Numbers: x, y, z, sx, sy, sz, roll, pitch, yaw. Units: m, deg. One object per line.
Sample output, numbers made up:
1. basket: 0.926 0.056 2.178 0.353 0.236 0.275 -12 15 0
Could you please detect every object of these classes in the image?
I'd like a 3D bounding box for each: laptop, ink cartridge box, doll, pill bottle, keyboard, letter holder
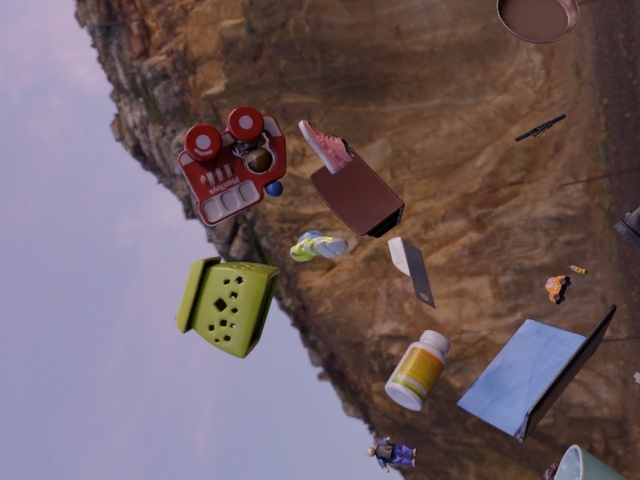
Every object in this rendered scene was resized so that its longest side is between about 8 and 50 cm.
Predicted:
1. laptop: 0.590 0.339 1.785 0.382 0.236 0.407 -45 -30 -15
2. ink cartridge box: 0.309 0.116 2.122 0.181 0.056 0.224 30 -135 -53
3. doll: 0.260 0.798 2.347 0.046 0.189 0.129 54 -138 -59
4. pill bottle: 0.330 0.423 2.084 0.245 0.136 0.136 -53 -44 -25
5. keyboard: 0.787 -0.391 2.254 0.100 0.192 0.038 -20 -96 -61
6. letter holder: 0.120 -0.143 2.276 0.302 0.214 0.152 49 165 18

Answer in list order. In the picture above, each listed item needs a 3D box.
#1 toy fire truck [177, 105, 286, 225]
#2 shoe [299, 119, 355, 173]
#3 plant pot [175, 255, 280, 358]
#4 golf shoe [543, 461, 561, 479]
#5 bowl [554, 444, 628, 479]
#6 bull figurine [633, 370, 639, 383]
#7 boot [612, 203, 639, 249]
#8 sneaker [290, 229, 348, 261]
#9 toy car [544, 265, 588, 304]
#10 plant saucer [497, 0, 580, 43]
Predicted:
1. toy fire truck: -0.227 -0.205 1.722 0.253 0.302 0.169 63 165 0
2. shoe: 0.020 -0.279 1.775 0.178 0.081 0.063 53 -160 -10
3. plant pot: -0.245 0.158 1.664 0.227 0.207 0.228 -31 -43 -86
4. golf shoe: 0.707 0.774 1.893 0.273 0.120 0.105 -42 -80 -33
5. bowl: 0.562 0.594 1.281 0.311 0.163 0.311 15 -90 -76
6. bull figurine: 0.948 0.278 1.624 0.101 0.310 0.188 35 172 -9
7. boot: 0.866 -0.032 1.512 0.246 0.207 0.094 42 -158 2
8. sneaker: 0.000 0.000 2.333 0.091 0.240 0.126 58 -144 -36
9. toy car: 0.469 0.084 1.219 0.122 0.041 0.060 -12 -64 -46
10. plant saucer: 0.445 -0.467 1.301 0.029 0.169 0.168 93 176 -67
